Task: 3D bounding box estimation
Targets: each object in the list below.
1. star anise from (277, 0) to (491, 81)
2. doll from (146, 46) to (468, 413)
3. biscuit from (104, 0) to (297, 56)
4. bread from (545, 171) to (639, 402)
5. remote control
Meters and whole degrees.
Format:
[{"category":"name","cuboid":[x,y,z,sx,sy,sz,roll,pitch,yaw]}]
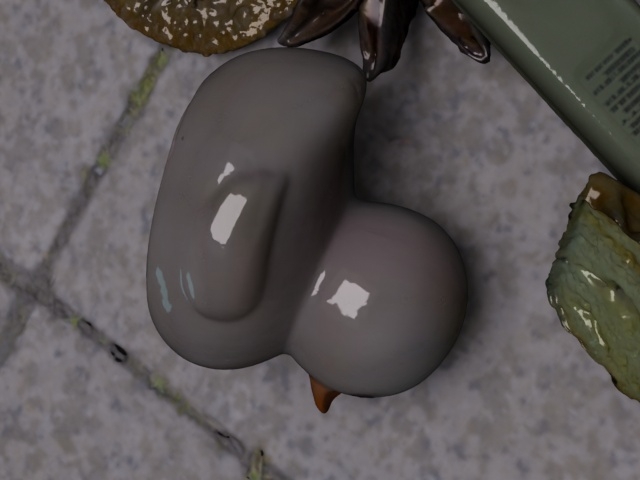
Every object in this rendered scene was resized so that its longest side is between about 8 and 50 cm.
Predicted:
[{"category":"star anise","cuboid":[0.057,-0.220,1.278,0.209,0.089,0.231,27,95,9]},{"category":"doll","cuboid":[0.000,0.000,1.258,0.221,0.221,0.251,17,113,24]},{"category":"biscuit","cuboid":[-0.084,-0.241,1.378,0.220,0.033,0.220,-1,88,26]},{"category":"bread","cuboid":[0.235,0.065,1.198,0.232,0.088,0.128,51,145,21]},{"category":"remote control","cuboid":[0.151,-0.146,1.213,0.090,0.038,0.309,-44,91,4]}]
